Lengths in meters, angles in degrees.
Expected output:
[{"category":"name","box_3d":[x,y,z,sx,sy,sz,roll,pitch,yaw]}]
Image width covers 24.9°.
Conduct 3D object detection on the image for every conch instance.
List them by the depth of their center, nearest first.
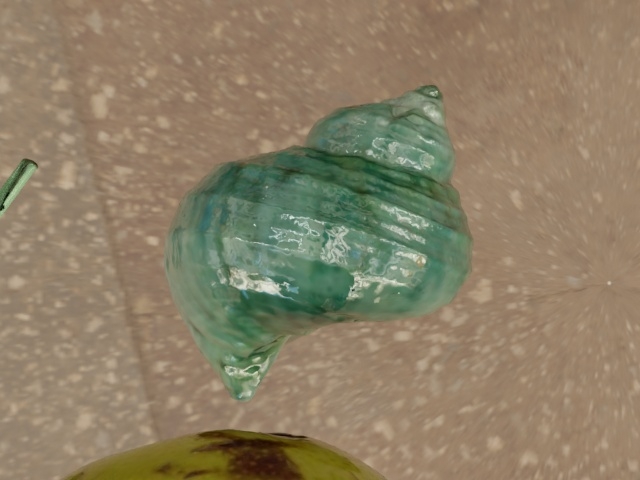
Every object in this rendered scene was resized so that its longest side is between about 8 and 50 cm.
[{"category":"conch","box_3d":[0.001,-0.003,0.853,0.202,0.196,0.134,-29,97,3]}]

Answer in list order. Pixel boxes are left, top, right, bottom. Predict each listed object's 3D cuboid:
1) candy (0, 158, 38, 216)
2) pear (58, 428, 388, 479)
[{"category":"candy","box_3d":[-0.163,0.044,0.549,0.055,0.049,0.185,33,84,19]},{"category":"pear","box_3d":[-0.033,0.223,0.658,0.283,0.283,0.284,0,88,11]}]
